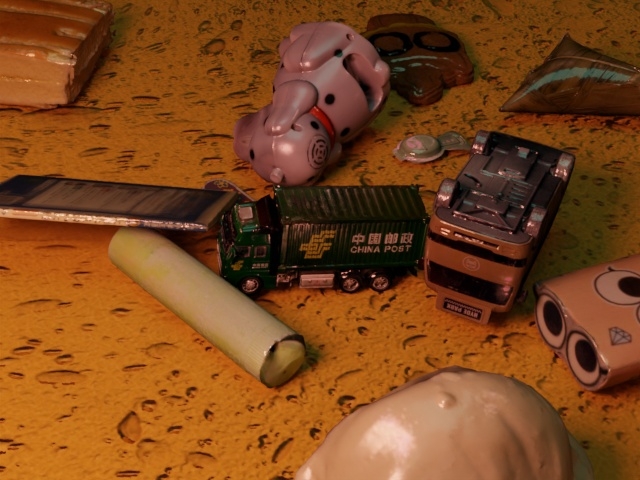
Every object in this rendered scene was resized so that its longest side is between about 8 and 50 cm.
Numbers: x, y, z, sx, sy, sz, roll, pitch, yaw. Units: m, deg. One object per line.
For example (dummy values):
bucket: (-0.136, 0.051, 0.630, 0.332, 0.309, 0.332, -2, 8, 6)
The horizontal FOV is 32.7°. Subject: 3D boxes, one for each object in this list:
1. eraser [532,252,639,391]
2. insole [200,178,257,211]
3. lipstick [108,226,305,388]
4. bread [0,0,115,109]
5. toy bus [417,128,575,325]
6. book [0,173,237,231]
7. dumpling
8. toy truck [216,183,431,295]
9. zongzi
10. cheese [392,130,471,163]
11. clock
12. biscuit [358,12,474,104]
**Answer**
eraser: (0.423, 0.084, 1.336, 0.290, 0.087, 0.171, -13, 42, -18)
insole: (-0.097, -0.039, 1.529, 0.065, 0.004, 0.197, -27, 47, -32)
lipstick: (-0.143, 0.072, 1.328, 0.076, 0.076, 0.304, -30, 49, -35)
bread: (-0.476, -0.320, 1.778, 0.246, 0.111, 0.239, 8, 39, 6)
toy bus: (0.227, -0.026, 1.396, 0.139, 0.157, 0.289, 17, 33, 14)
book: (-0.285, -0.050, 1.443, 0.322, 0.018, 0.228, 5, 14, 5)
dumpling: (0.145, 0.240, 1.040, 0.318, 0.187, 0.243, -5, 35, -15)
toy truck: (0.000, 0.000, 1.383, 0.259, 0.121, 0.088, -2, 37, -12)
zongzi: (0.418, -0.224, 1.726, 0.204, 0.094, 0.204, 29, 49, 29)
cheese: (0.167, -0.143, 1.658, 0.120, 0.026, 0.067, -14, 42, -20)
clock: (-0.023, -0.175, 1.599, 0.188, 0.189, 0.254, 19, 56, 20)
biscuit: (0.151, -0.321, 1.874, 0.208, 0.041, 0.290, -4, 38, -7)
